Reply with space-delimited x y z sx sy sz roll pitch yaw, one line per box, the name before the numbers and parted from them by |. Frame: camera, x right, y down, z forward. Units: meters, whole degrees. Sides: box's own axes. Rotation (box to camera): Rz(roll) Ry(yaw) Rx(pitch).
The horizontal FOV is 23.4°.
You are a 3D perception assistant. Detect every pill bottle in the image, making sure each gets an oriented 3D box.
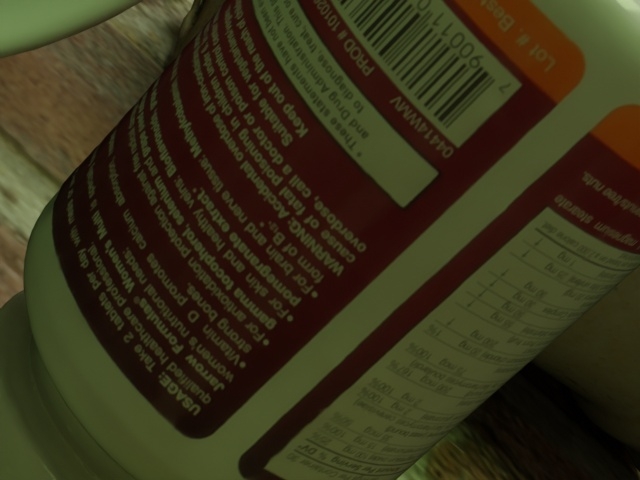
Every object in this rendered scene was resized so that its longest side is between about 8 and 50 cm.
pill bottle | 0.000 0.000 0.405 0.121 0.221 0.121 37 24 -20

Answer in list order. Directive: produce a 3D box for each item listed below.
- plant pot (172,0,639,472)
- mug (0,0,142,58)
plant pot | 0.114 -0.083 0.677 0.305 0.334 0.334 25 28 -18
mug | -0.092 -0.234 0.503 0.374 0.276 0.328 -2 24 -11
